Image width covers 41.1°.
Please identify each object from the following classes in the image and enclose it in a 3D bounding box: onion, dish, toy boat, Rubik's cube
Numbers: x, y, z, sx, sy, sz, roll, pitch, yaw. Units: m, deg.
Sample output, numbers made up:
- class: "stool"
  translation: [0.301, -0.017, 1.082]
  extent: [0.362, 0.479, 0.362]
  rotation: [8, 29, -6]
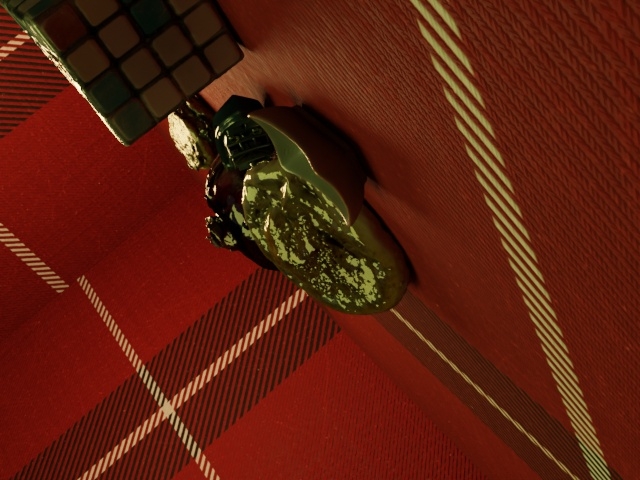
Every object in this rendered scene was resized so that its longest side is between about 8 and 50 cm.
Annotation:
- class: "onion"
  translation: [-0.139, -0.055, 1.883]
  extent: [0.314, 0.232, 0.314]
  rotation: [46, 171, 10]
- class: "dish"
  translation: [-0.007, -0.133, 1.338]
  extent: [0.212, 0.077, 0.151]
  rotation: [43, 172, 41]
- class: "toy boat"
  translation: [-0.144, -0.197, 1.626]
  extent: [0.296, 0.114, 0.122]
  rotation: [107, 143, -81]
- class: "Rubik's cube"
  translation: [-0.324, -0.353, 1.396]
  extent: [0.253, 0.259, 0.256]
  rotation: [42, 170, 51]

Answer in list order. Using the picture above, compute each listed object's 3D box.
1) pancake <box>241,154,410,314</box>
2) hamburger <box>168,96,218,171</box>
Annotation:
- class: "pancake"
  translation: [0.000, 0.001, 1.609]
  extent: [0.387, 0.082, 0.387]
  rotation: [28, 146, 21]
- class: "hamburger"
  translation: [-0.324, -0.300, 2.279]
  extent: [0.183, 0.130, 0.206]
  rotation: [45, 153, 24]
